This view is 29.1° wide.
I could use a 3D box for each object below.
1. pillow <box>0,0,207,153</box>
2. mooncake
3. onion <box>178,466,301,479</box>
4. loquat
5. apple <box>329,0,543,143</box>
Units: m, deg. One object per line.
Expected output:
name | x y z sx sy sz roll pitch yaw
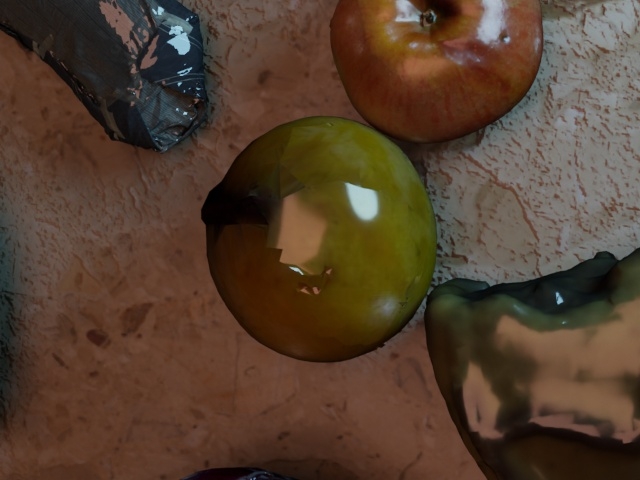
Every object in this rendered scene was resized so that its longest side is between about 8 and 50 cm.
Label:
pillow | -0.248 -0.235 1.310 0.335 0.092 0.161 40 107 10
mooncake | 0.302 0.081 1.098 0.393 0.246 0.394 28 99 7
onion | -0.087 0.340 1.145 0.260 0.336 0.282 41 129 30
loquat | 0.000 0.000 1.176 0.235 0.235 0.235 0 89 14
apple | 0.110 -0.194 1.184 0.209 0.164 0.209 -1 86 14
